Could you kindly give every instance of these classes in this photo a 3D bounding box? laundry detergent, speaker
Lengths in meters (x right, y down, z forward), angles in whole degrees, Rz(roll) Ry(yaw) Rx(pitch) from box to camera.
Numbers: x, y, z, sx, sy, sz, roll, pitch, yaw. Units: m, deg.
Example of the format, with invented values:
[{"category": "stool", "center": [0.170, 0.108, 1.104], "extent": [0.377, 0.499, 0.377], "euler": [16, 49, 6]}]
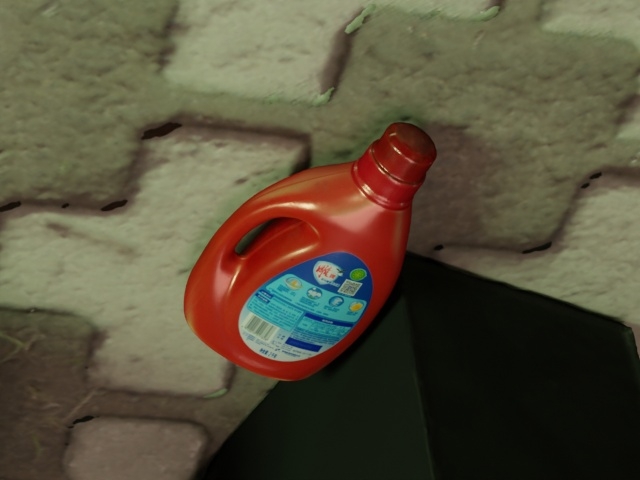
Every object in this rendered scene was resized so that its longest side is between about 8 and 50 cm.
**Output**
[{"category": "laundry detergent", "center": [0.000, 0.000, 0.894], "extent": [0.097, 0.049, 0.165], "euler": [22, 128, -19]}, {"category": "speaker", "center": [0.061, 0.185, 0.968], "extent": [0.184, 0.232, 0.254], "euler": [19, 131, -25]}]
